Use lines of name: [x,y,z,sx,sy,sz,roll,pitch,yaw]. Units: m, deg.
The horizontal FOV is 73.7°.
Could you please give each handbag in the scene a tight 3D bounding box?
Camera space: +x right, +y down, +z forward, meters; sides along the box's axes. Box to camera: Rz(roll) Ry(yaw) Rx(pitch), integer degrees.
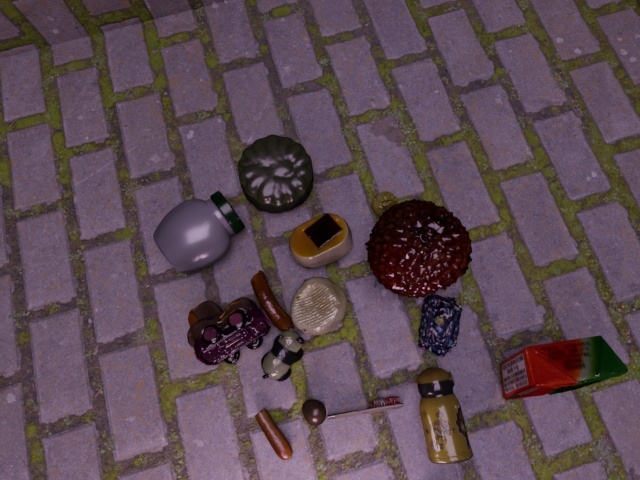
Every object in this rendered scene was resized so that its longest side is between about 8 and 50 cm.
handbag: [0.518,0.360,1.845,0.162,0.113,0.260,17,69,-1]

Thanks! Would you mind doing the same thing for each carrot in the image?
carrot: [-0.191,0.807,1.764,0.067,0.067,0.225,-35,76,-8]

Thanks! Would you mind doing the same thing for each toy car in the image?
toy car: [-0.399,0.356,1.812,0.341,0.271,0.240,-28,56,-9]

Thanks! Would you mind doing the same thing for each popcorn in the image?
popcorn: [0.296,-0.172,2.001,0.106,0.116,0.120,19,119,35]

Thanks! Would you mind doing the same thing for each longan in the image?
longan: [-0.029,0.714,1.773,0.113,0.092,0.113,11,112,28]

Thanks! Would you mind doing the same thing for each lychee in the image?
lychee: [0.386,0.034,1.791,0.425,0.500,0.424,-5,98,-37]

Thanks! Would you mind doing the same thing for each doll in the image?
doll: [-0.158,0.484,1.806,0.144,0.135,0.234,34,84,8]

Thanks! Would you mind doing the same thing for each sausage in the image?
sausage: [-0.223,0.273,1.889,0.076,0.103,0.302,-39,74,26]

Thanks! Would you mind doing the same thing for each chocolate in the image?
chocolate: [0.923,0.507,1.680,0.342,0.360,0.161,-8,62,-1]

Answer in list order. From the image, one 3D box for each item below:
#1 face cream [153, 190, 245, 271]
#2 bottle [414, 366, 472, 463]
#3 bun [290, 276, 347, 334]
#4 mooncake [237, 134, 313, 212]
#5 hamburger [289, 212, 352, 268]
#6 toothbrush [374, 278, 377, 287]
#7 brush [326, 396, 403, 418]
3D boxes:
face cream: [-0.543,-0.042,1.917,0.357,0.219,0.312,-36,77,-9]
bottle: [0.487,0.695,1.723,0.172,0.171,0.351,-9,76,-1]
bun: [0.000,0.286,1.854,0.259,0.160,0.259,-6,67,15]
mooncake: [-0.207,-0.310,1.997,0.357,0.194,0.356,-1,75,2]
hamburger: [0.000,0.000,1.936,0.295,0.151,0.227,-25,70,-1]
toothbrush: [0.268,0.136,1.959,0.011,0.014,0.167,15,76,-4]
brush: [0.184,0.702,1.789,0.321,0.060,0.050,-10,63,-2]
